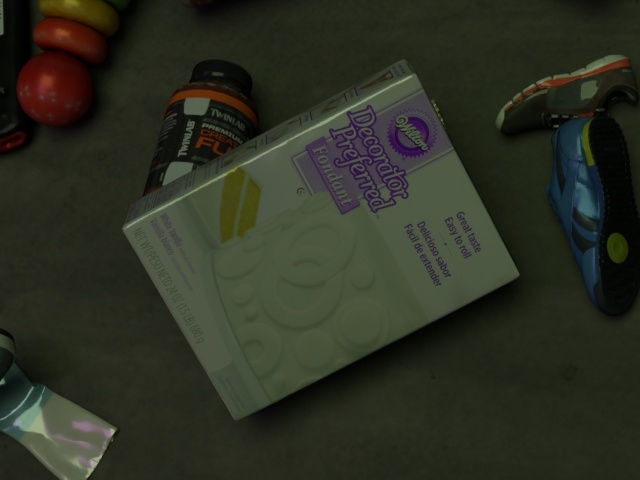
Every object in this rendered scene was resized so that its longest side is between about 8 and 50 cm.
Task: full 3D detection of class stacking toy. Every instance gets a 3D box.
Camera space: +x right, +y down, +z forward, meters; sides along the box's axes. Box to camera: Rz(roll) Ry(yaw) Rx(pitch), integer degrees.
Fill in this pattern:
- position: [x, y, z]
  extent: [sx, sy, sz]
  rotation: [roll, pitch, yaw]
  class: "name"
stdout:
- position: [-0.273, -0.291, 1.682]
  extent: [0.141, 0.141, 0.330]
  rotation: [12, 83, 19]
  class: "stacking toy"

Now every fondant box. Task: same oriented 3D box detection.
- position: [0.000, 0.000, 1.452]
  extent: [0.330, 0.096, 0.238]
  rotation: [-28, 104, 4]
  class: "fondant box"

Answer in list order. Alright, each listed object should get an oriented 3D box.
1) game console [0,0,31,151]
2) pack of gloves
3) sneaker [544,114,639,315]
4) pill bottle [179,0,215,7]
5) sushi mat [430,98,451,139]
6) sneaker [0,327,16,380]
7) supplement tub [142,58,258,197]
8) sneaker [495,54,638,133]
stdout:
- position: [-0.524, -0.263, 1.779]
  extent: [0.342, 0.060, 0.386]
  rotation: [-10, 70, 9]
  class: "game console"
- position: [-0.369, 0.227, 1.569]
  extent: [0.232, 0.046, 0.195]
  rotation: [30, 83, 22]
  class: "pack of gloves"
- position: [0.278, -0.023, 1.471]
  extent: [0.082, 0.069, 0.209]
  rotation: [-17, 76, 51]
  class: "sneaker"
- position: [-0.073, -0.353, 1.640]
  extent: [0.216, 0.121, 0.121]
  rotation: [-15, 69, 11]
  class: "pill bottle"
- position: [0.009, -0.028, 1.564]
  extent: [0.317, 0.019, 0.151]
  rotation: [-25, 68, 6]
  class: "sushi mat"
- position: [-0.431, 0.228, 1.507]
  extent: [0.296, 0.124, 0.178]
  rotation: [-35, 53, 18]
  class: "sneaker"
- position: [-0.128, -0.102, 1.571]
  extent: [0.106, 0.106, 0.197]
  rotation: [2, 62, 16]
  class: "supplement tub"
- position: [0.264, -0.141, 1.510]
  extent: [0.158, 0.061, 0.064]
  rotation: [-24, 74, 8]
  class: "sneaker"
